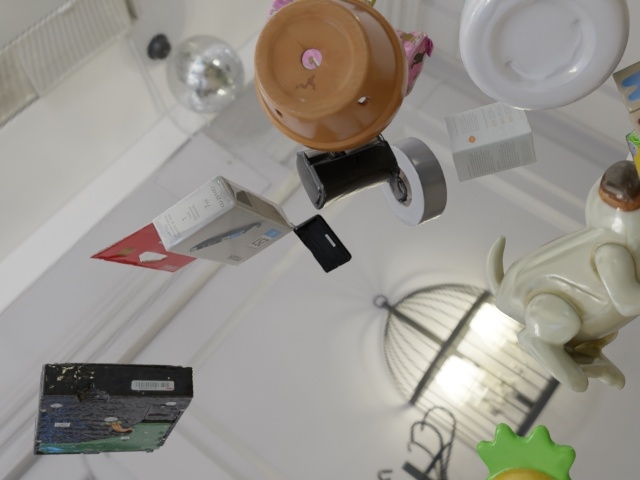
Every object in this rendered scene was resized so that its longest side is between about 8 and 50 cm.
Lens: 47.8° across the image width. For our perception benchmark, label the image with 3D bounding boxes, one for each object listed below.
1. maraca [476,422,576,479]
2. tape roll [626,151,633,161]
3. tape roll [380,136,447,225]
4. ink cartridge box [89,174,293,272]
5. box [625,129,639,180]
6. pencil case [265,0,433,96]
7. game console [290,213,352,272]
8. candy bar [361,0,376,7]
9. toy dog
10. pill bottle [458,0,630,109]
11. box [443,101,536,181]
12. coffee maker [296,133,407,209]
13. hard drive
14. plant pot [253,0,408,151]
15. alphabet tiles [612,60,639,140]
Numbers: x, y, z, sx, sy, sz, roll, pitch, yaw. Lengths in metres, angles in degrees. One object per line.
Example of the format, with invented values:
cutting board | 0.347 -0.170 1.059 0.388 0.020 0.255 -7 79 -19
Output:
maraca | 0.228 0.286 0.774 0.099 0.127 0.185 -19 -80 -59
tape roll | 0.829 -0.165 1.546 0.392 0.072 0.392 -11 -51 -14
tape roll | 0.231 -0.150 1.846 0.072 0.219 0.219 -22 -31 -19
ink cartridge box | -0.211 0.004 1.270 0.261 0.066 0.296 -32 -14 10
box | 0.696 -0.164 1.122 0.290 0.177 0.279 -34 17 -28
pencil case | 0.061 -0.460 1.680 0.160 0.386 0.167 -30 -37 -64
game console | 0.000 0.000 1.523 0.107 0.122 0.071 -30 16 29
candy bar | 0.119 -0.550 1.553 0.018 0.040 0.161 117 179 -71
toy dog | 0.562 0.042 1.417 0.285 0.395 0.408 18 -67 -40
pill bottle | 0.218 -0.255 0.719 0.264 0.146 0.146 -74 -1 -46
box | 0.369 -0.221 1.583 0.091 0.170 0.130 63 -161 -45
coffee maker | 0.061 -0.136 1.473 0.178 0.171 0.120 -24 -36 -17
hard drive | -0.370 0.299 1.260 0.237 0.064 0.339 5 -33 -20
plant pot | 0.005 -0.310 1.294 0.291 0.291 0.203 -60 -8 9
alphabet tiles | 0.390 -0.078 0.613 0.198 0.237 0.009 -23 0 36
